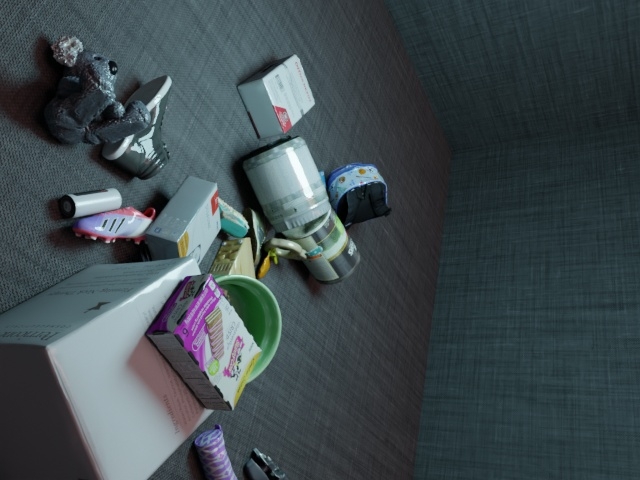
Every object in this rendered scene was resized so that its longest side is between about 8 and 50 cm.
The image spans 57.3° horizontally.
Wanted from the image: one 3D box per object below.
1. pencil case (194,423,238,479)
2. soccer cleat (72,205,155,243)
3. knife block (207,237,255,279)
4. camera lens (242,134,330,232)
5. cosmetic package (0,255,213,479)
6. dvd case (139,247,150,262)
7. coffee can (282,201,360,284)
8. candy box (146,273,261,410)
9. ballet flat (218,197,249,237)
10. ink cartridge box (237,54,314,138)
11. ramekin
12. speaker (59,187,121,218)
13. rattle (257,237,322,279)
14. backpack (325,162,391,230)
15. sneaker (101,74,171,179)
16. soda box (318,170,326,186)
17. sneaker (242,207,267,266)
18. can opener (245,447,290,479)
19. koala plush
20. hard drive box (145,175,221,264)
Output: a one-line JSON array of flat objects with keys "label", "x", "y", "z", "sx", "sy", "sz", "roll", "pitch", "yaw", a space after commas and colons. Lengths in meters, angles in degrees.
[{"label": "pencil case", "x": -0.281, "y": 0.626, "z": 1.633, "sx": 0.088, "sy": 0.086, "sz": 0.206, "roll": -32, "pitch": 113, "yaw": -44}, {"label": "soccer cleat", "x": -0.485, "y": -0.043, "z": 1.394, "sx": 0.248, "sy": 0.083, "sz": 0.095, "roll": 8, "pitch": 92, "yaw": -65}, {"label": "knife block", "x": -0.244, "y": 0.163, "z": 1.784, "sx": 0.242, "sy": 0.088, "sz": 0.275, "roll": 57, "pitch": 39, "yaw": -40}, {"label": "camera lens", "x": -0.110, "y": -0.190, "z": 1.916, "sx": 0.219, "sy": 0.219, "sz": 0.274, "roll": -39, "pitch": 108, "yaw": -56}, {"label": "cosmetic package", "x": -0.438, "y": 0.259, "z": 1.178, "sx": 0.394, "sy": 0.330, "sz": 0.327, "roll": -41, "pitch": 120, "yaw": -57}, {"label": "dvd case", "x": -0.402, "y": 0.116, "z": 1.430, "sx": 0.018, "sy": 0.221, "sz": 0.164, "roll": -20, "pitch": 107, "yaw": -16}, {"label": "coffee can", "x": 0.000, "y": 0.000, "z": 2.130, "sx": 0.275, "sy": 0.202, "sz": 0.201, "roll": 56, "pitch": 40, "yaw": -39}, {"label": "candy box", "x": -0.221, "y": 0.204, "z": 1.165, "sx": 0.233, "sy": 0.071, "sz": 0.159, "roll": 64, "pitch": 34, "yaw": -33}, {"label": "ballet flat", "x": -0.308, "y": -0.087, "z": 1.738, "sx": 0.241, "sy": 0.091, "sz": 0.077, "roll": 44, "pitch": 14, "yaw": -44}, {"label": "ink cartridge box", "x": -0.147, "y": -0.506, "z": 2.051, "sx": 0.273, "sy": 0.114, "sz": 0.197, "roll": -54, "pitch": 130, "yaw": -49}, {"label": "ramekin", "x": -0.270, "y": 0.233, "z": 1.571, "sx": 0.304, "sy": 0.148, "sz": 0.303, "roll": -4, "pitch": 97, "yaw": -36}, {"label": "speaker", "x": -0.530, "y": -0.087, "z": 1.358, "sx": 0.136, "sy": 0.055, "sz": 0.055, "roll": -22, "pitch": 104, "yaw": -59}, {"label": "rattle", "x": -0.096, "y": 0.073, "z": 1.964, "sx": 0.200, "sy": 0.130, "sz": 0.142, "roll": 20, "pitch": 49, "yaw": -19}, {"label": "backpack", "x": 0.141, "y": -0.186, "z": 2.311, "sx": 0.213, "sy": 0.277, "sz": 0.263, "roll": 61, "pitch": -15, "yaw": 22}, {"label": "sneaker", "x": -0.439, "y": -0.284, "z": 1.517, "sx": 0.147, "sy": 0.105, "sz": 0.295, "roll": 52, "pitch": 48, "yaw": -46}, {"label": "soda box", "x": -0.059, "y": -0.211, "z": 2.196, "sx": 0.210, "sy": 0.071, "sz": 0.067, "roll": -25, "pitch": 106, "yaw": -59}, {"label": "sneaker", "x": -0.204, "y": -0.007, "z": 1.906, "sx": 0.086, "sy": 0.064, "sz": 0.192, "roll": 9, "pitch": 74, "yaw": -55}, {"label": "can opener", "x": -0.155, "y": 0.770, "z": 1.870, "sx": 0.095, "sy": 0.076, "sz": 0.283, "roll": -38, "pitch": 124, "yaw": -20}, {"label": "koala plush", "x": -0.527, "y": -0.347, "z": 1.329, "sx": 0.196, "sy": 0.203, "sz": 0.221, "roll": 42, "pitch": 28, "yaw": -62}, {"label": "hard drive box", "x": -0.356, "y": -0.027, "z": 1.551, "sx": 0.181, "sy": 0.089, "sz": 0.232, "roll": 95, "pitch": 13, "yaw": -48}]
